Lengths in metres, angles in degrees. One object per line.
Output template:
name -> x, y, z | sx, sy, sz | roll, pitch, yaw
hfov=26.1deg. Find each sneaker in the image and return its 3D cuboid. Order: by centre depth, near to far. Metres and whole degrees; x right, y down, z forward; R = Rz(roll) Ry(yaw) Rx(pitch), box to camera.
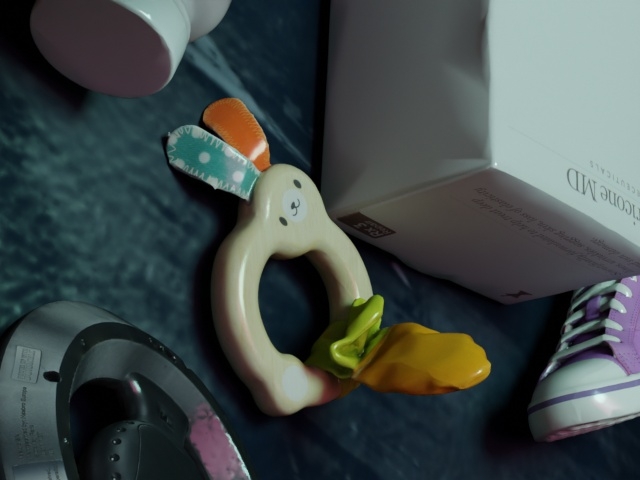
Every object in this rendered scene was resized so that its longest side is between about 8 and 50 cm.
sneaker -> 0.213, 0.054, 1.057 | 0.282, 0.102, 0.161 | -16, 84, -59

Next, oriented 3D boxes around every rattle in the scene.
rattle -> 0.000, 0.000, 0.821 | 0.130, 0.143, 0.199 | -11, 90, -29

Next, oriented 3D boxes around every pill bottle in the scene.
pill bottle -> -0.095, -0.178, 0.799 | 0.112, 0.112, 0.186 | 41, 50, -29

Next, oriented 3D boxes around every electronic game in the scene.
electronic game -> -0.088, 0.135, 0.692 | 0.229, 0.048, 0.229 | 53, 19, -27

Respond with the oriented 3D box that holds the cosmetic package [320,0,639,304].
cosmetic package -> 0.128, -0.169, 0.997 | 0.217, 0.156, 0.384 | 22, 60, -42
